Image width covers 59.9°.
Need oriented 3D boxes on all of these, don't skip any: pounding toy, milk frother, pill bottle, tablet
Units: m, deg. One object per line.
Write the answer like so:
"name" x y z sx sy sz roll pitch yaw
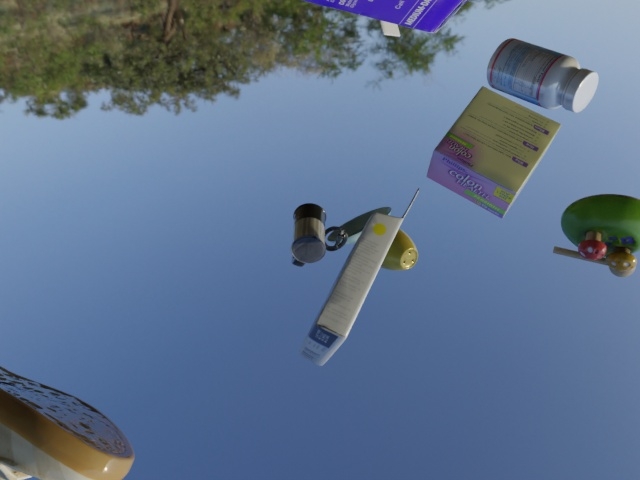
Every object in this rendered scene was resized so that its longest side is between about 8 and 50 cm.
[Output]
"pounding toy" 0.577 0.018 1.131 0.183 0.237 0.110 11 -119 17
"milk frother" 0.000 0.000 1.359 0.143 0.129 0.134 5 -141 -3
"pill bottle" 0.361 -0.268 0.909 0.087 0.087 0.160 -26 -134 -30
"tablet" 0.133 -0.449 1.108 0.054 0.083 0.006 -14 -178 -44

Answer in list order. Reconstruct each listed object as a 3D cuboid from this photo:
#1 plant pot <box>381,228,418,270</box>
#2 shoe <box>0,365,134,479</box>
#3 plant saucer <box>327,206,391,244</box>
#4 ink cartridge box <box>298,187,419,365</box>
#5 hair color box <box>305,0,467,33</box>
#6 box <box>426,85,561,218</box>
"plant pot" 0.239 0.039 1.682 0.134 0.134 0.095 -22 -149 -24
"shoe" -0.200 0.112 0.338 0.219 0.076 0.058 12 -107 31
"plant saucer" 0.113 -0.031 1.518 0.195 0.037 0.195 -27 -168 6
"ink cartridge box" 0.065 0.072 1.062 0.072 0.303 0.307 26 -112 4
"hair color box" -0.035 -0.302 0.431 0.339 0.185 0.110 5 163 -18
"box" 0.416 -0.216 1.346 0.214 0.117 0.243 32 -113 16
